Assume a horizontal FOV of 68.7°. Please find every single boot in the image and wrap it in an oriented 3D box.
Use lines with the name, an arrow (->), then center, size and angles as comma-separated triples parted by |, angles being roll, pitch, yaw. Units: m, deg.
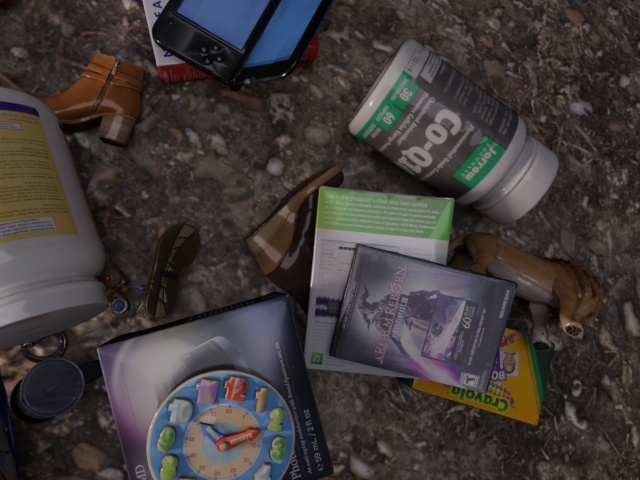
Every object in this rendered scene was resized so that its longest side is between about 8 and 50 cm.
boot -> 0.000, 0.000, 0.899 | 0.248, 0.090, 0.207 | -45, 107, -14
boot -> -0.417, -0.263, 0.824 | 0.197, 0.073, 0.152 | 15, 82, -22

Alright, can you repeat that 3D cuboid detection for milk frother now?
milk frother -> -0.434, 0.202, 0.741 | 0.143, 0.135, 0.129 | 52, 46, -7

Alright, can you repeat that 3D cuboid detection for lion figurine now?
lion figurine -> 0.389, 0.068, 0.932 | 0.392, 0.142, 0.240 | 32, 44, -1

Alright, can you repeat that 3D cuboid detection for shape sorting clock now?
shape sorting clock -> -0.138, 0.286, 0.663 | 0.206, 0.040, 0.206 | 1, 86, -12

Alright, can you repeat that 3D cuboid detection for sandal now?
sandal -> -0.272, 0.051, 0.833 | 0.072, 0.049, 0.180 | 27, 66, -33

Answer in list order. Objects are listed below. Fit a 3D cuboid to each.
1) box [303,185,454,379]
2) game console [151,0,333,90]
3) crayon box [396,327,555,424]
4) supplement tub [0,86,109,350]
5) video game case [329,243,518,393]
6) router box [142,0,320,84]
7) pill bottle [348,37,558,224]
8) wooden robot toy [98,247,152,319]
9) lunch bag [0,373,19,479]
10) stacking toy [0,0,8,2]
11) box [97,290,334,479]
box -> 0.098, 0.074, 0.823 | 0.232, 0.058, 0.322 | 6, 96, 0
game console -> -0.106, -0.416, 0.767 | 0.250, 0.173, 0.293 | 28, 79, -9
crayon box -> 0.308, 0.242, 0.930 | 0.278, 0.081, 0.165 | 19, 81, -10
supplement tub -> -0.465, -0.025, 0.684 | 0.241, 0.241, 0.331 | -20, 81, -14
video game case -> 0.170, 0.132, 0.786 | 0.274, 0.026, 0.196 | 14, 96, -2
router box -> -0.186, -0.486, 0.887 | 0.301, 0.082, 0.335 | -13, 88, -13
pill bottle -> 0.251, -0.197, 0.896 | 0.361, 0.204, 0.204 | 32, 79, -7
wooden robot toy -> -0.358, 0.078, 0.799 | 0.076, 0.079, 0.173 | -45, 95, -13
lunch bag -> -0.573, 0.359, 0.587 | 0.328, 0.239, 0.385 | -8, 70, -28
stacking toy -> -0.463, -0.523, 0.778 | 0.330, 0.141, 0.141 | -34, 93, 12
box -> -0.166, 0.266, 0.774 | 0.294, 0.183, 0.296 | -15, 88, -12
